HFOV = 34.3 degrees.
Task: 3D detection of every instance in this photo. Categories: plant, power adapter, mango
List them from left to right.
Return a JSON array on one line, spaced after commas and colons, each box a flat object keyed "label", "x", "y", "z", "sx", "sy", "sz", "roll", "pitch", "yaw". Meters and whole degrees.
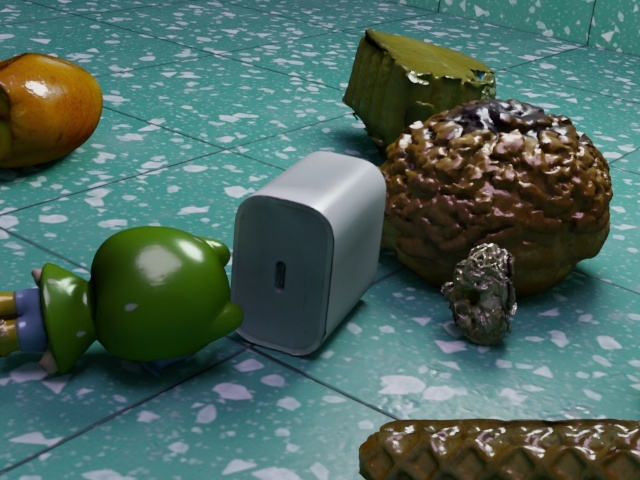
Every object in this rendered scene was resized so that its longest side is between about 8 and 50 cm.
[{"label": "mango", "x": -0.467, "y": -0.217, "z": 1.698, "sx": 0.199, "sy": 0.201, "sz": 0.350, "roll": 43, "pitch": 17, "yaw": -3}, {"label": "power adapter", "x": 0.000, "y": 0.000, "z": 1.255, "sx": 0.124, "sy": 0.187, "sz": 0.255, "roll": 15, "pitch": 24, "yaw": 18}, {"label": "plant", "x": 0.213, "y": 0.066, "z": 1.261, "sx": 0.122, "sy": 0.116, "sz": 0.104, "roll": 9, "pitch": 27, "yaw": -51}]

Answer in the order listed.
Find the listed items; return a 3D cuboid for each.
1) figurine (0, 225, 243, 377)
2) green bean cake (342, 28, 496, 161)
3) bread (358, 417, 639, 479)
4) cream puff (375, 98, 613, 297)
[{"label": "figurine", "x": -0.220, "y": 0.070, "z": 1.118, "sx": 0.263, "sy": 0.143, "sz": 0.162, "roll": -9, "pitch": 53, "yaw": -9}, {"label": "green bean cake", "x": 0.202, "y": -0.227, "z": 1.847, "sx": 0.285, "sy": 0.202, "sz": 0.310, "roll": 11, "pitch": 22, "yaw": -18}, {"label": "bread", "x": 0.198, "y": 0.187, "z": 0.870, "sx": 0.367, "sy": 0.077, "sz": 0.084, "roll": -7, "pitch": 16, "yaw": 29}, {"label": "cream puff", "x": 0.232, "y": -0.076, "z": 1.430, "sx": 0.343, "sy": 0.231, "sz": 0.327, "roll": 19, "pitch": 30, "yaw": 30}]
